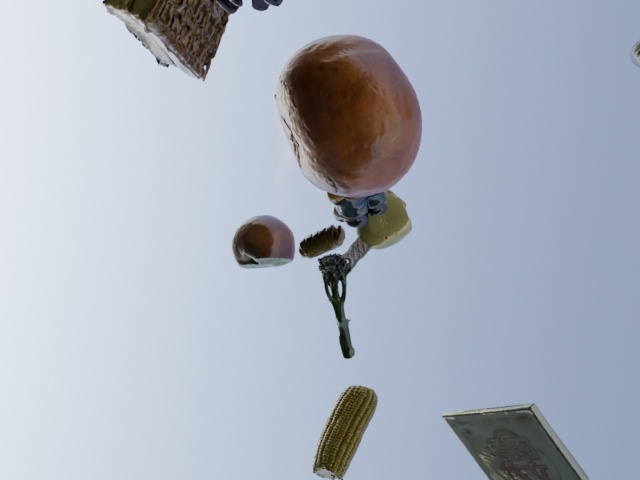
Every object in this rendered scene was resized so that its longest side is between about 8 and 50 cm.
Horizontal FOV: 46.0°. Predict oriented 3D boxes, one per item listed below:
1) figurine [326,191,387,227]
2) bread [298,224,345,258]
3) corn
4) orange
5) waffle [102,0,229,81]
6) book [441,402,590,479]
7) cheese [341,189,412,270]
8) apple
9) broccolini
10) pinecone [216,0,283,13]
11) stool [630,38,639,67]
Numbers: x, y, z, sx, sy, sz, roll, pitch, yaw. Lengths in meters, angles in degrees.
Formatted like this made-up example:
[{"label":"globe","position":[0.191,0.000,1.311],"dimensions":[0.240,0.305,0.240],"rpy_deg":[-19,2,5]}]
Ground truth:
[{"label":"figurine","position":[0.071,-0.182,1.561],"dimensions":[0.204,0.185,0.332],"rpy_deg":[22,-40,57]},{"label":"bread","position":[0.000,0.000,1.275],"dimensions":[0.088,0.033,0.049],"rpy_deg":[-22,-143,13]},{"label":"corn","position":[0.041,0.326,1.285],"dimensions":[0.085,0.063,0.165],"rpy_deg":[-1,-130,37]},{"label":"orange","position":[0.050,-0.210,1.280],"dimensions":[0.226,0.284,0.284],"rpy_deg":[-26,-122,-5]},{"label":"waffle","position":[-0.206,-0.377,1.122],"dimensions":[0.091,0.308,0.212],"rpy_deg":[20,-91,6]},{"label":"book","position":[0.361,0.398,1.282],"dimensions":[0.295,0.020,0.208],"rpy_deg":[53,-36,-9]},{"label":"cheese","position":[0.118,-0.009,1.753],"dimensions":[0.127,0.255,0.050],"rpy_deg":[39,-29,4]},{"label":"apple","position":[-0.168,0.009,2.147],"dimensions":[0.195,0.173,0.160],"rpy_deg":[-27,-96,55]},{"label":"broccolini","position":[0.045,0.128,1.488],"dimensions":[0.067,0.058,0.216],"rpy_deg":[0,-67,43]},{"label":"pinecone","position":[-0.066,-0.351,0.812],"dimensions":[0.208,0.208,0.207],"rpy_deg":[-6,-97,48]},{"label":"stool","position":[0.670,-0.406,1.213],"dimensions":[0.310,0.310,0.226],"rpy_deg":[-19,-68,9]}]
